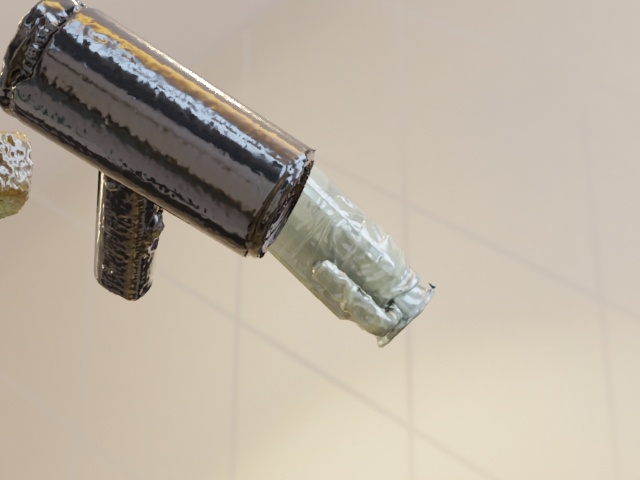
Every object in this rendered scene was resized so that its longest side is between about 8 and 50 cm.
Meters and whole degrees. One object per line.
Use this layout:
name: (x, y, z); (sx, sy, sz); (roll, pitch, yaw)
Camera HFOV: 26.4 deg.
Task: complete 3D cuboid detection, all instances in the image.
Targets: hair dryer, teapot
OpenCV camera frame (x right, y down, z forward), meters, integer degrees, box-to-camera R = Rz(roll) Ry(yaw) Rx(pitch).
hair dryer: (-0.119, -0.033, 0.935); (0.089, 0.197, 0.251); (-56, -5, -32)
teapot: (0.000, 0.000, 1.095); (0.077, 0.200, 0.107); (-46, 4, 16)

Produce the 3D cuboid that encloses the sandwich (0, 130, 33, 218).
sandwich: (-0.493, -0.044, 1.533); (0.288, 0.100, 0.254); (-2, -25, -30)
